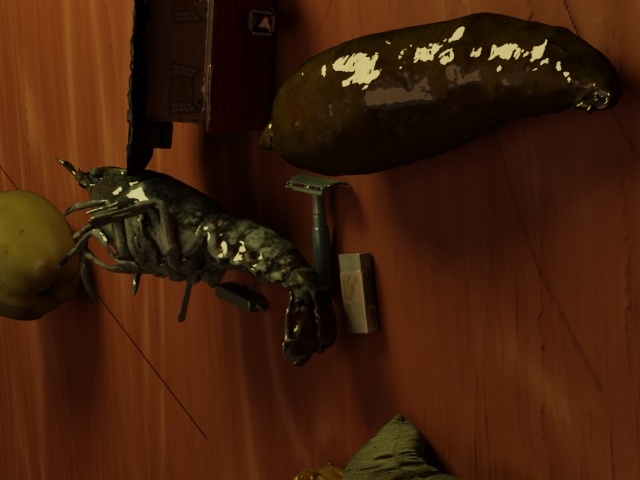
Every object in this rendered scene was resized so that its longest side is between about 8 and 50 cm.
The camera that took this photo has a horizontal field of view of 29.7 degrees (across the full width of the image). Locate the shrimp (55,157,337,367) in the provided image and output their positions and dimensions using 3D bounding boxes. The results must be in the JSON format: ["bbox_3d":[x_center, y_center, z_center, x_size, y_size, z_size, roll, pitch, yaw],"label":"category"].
[{"bbox_3d":[-0.150,0.014,1.338,0.411,0.221,0.166,14,81,29],"label":"shrimp"}]

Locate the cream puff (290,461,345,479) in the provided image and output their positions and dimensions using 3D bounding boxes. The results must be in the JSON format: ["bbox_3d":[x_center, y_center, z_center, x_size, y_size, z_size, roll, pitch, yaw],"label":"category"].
[{"bbox_3d":[0.001,0.308,1.274,0.144,0.103,0.126,46,128,44],"label":"cream puff"}]

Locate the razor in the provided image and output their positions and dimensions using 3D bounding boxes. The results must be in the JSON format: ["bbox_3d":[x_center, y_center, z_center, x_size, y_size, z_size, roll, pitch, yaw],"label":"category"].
[{"bbox_3d":[0.000,0.000,1.281,0.068,0.040,0.135,15,113,51],"label":"razor"}]

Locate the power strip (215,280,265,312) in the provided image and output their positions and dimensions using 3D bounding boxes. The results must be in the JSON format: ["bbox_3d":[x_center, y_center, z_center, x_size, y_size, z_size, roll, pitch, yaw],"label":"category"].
[{"bbox_3d":[-0.093,0.067,1.420,0.083,0.027,0.017,22,117,47],"label":"power strip"}]

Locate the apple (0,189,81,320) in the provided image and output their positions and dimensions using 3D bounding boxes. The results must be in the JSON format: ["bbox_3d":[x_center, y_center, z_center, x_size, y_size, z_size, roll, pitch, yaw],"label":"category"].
[{"bbox_3d":[-0.441,0.022,1.738,0.200,0.200,0.200,14,107,51],"label":"apple"}]

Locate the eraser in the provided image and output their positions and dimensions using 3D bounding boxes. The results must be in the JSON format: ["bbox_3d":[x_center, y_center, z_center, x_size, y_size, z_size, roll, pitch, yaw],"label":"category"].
[{"bbox_3d":[0.039,0.054,1.250,0.038,0.019,0.083,-4,93,54],"label":"eraser"}]

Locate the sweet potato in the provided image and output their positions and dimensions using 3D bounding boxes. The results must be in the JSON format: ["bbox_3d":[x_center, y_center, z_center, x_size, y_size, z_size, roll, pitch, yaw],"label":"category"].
[{"bbox_3d":[0.096,-0.129,1.060,0.423,0.131,0.130,-4,94,47],"label":"sweet potato"}]

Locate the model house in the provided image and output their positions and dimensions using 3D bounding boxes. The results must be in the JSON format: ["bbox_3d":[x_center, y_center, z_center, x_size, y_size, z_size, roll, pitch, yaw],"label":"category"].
[{"bbox_3d":[-0.129,-0.223,1.352,0.207,0.154,0.293,-99,13,-78],"label":"model house"}]

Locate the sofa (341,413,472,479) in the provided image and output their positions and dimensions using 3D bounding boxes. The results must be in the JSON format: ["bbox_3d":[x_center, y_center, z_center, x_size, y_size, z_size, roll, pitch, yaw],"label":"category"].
[{"bbox_3d":[0.133,0.298,1.127,0.225,0.176,0.210,5,102,24],"label":"sofa"}]
